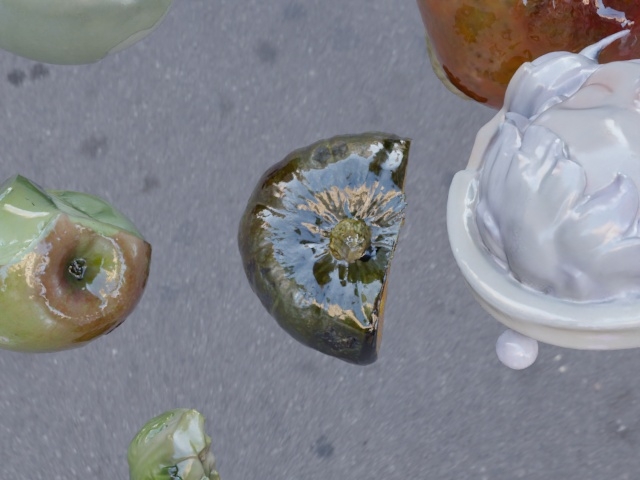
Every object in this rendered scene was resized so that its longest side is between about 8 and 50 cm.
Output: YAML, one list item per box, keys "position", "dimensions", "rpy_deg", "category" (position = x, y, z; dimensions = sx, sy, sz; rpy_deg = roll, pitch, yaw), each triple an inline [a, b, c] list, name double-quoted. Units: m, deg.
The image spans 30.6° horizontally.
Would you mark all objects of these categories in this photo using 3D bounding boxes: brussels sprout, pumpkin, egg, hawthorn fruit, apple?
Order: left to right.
- position: [-0.269, 0.028, 1.144]
  dimensions: [0.207, 0.188, 0.173]
  rpy_deg: [0, 111, -30]
  category: "apple"
- position: [-0.377, -0.395, 1.732]
  dimensions: [0.336, 0.278, 0.278]
  rpy_deg: [19, 69, 1]
  category: "egg"
- position: [-0.169, 0.259, 1.303]
  dimensions: [0.100, 0.181, 0.139]
  rpy_deg: [-11, 51, -17]
  category: "brussels sprout"
- position: [0.000, 0.000, 1.610]
  dimensions: [0.232, 0.242, 0.325]
  rpy_deg: [8, 82, 1]
  category: "pumpkin"
- position: [0.235, -0.259, 1.109]
  dimensions: [0.277, 0.298, 0.277]
  rpy_deg: [-2, 96, -17]
  category: "hawthorn fruit"

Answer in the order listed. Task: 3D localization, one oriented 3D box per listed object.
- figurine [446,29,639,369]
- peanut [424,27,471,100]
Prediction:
- position: [0.152, -0.044, 0.515]
  dimensions: [0.237, 0.141, 0.162]
  rpy_deg: [-42, 45, 0]
  category: "figurine"
- position: [0.217, -0.323, 1.613]
  dimensions: [0.136, 0.298, 0.120]
  rpy_deg: [19, 51, 7]
  category: "peanut"
